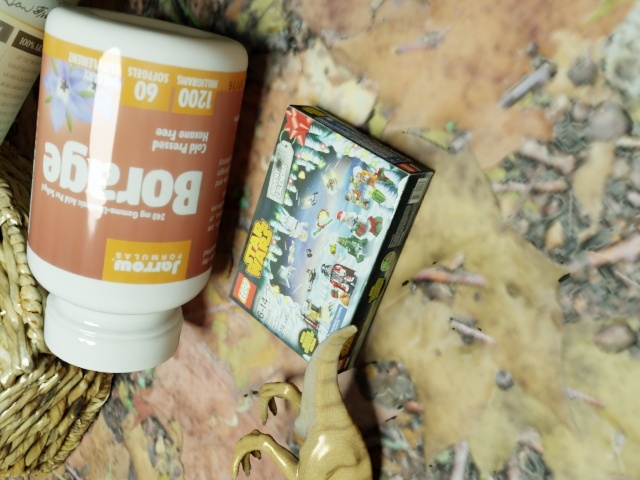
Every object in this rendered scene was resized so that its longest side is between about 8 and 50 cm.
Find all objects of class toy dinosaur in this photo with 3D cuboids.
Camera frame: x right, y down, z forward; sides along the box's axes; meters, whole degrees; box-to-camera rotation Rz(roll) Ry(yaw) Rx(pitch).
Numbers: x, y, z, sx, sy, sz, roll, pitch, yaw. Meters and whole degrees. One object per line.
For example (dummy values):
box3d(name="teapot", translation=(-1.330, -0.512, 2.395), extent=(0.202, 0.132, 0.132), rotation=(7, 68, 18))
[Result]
box3d(name="toy dinosaur", translation=(0.002, 0.114, 0.414), extent=(0.112, 0.064, 0.212), rotation=(6, 121, 32))

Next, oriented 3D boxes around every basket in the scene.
box3d(name="basket", translation=(-0.298, 0.038, 0.626), extent=(0.213, 0.223, 0.299), rotation=(-39, 69, 1))

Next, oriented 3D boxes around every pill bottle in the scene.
box3d(name="pill bottle", translation=(-0.123, -0.030, 0.452), extent=(0.121, 0.121, 0.216), rotation=(25, 112, 34))

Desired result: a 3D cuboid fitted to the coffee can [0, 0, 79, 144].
box3d(name="coffee can", translation=(-0.248, -0.187, 0.425), extent=(0.201, 0.201, 0.275), rotation=(35, 97, 30))

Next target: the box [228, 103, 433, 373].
box3d(name="box", translation=(0.000, 0.000, 0.417), extent=(0.094, 0.027, 0.137), rotation=(34, 117, 31))
